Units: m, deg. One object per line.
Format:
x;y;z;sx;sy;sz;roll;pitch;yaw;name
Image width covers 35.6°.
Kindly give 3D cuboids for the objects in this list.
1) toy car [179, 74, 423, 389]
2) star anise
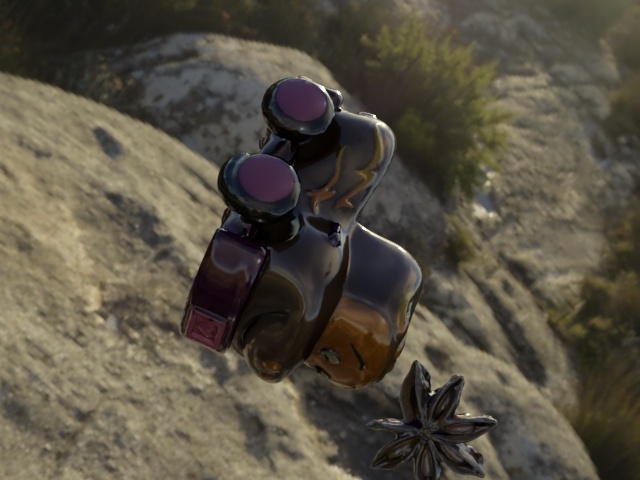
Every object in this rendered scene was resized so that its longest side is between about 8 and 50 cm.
0.000;0.000;1.089;0.240;0.271;0.341;23;56;-2;toy car
0.181;0.305;1.563;0.197;0.212;0.073;37;13;5;star anise
